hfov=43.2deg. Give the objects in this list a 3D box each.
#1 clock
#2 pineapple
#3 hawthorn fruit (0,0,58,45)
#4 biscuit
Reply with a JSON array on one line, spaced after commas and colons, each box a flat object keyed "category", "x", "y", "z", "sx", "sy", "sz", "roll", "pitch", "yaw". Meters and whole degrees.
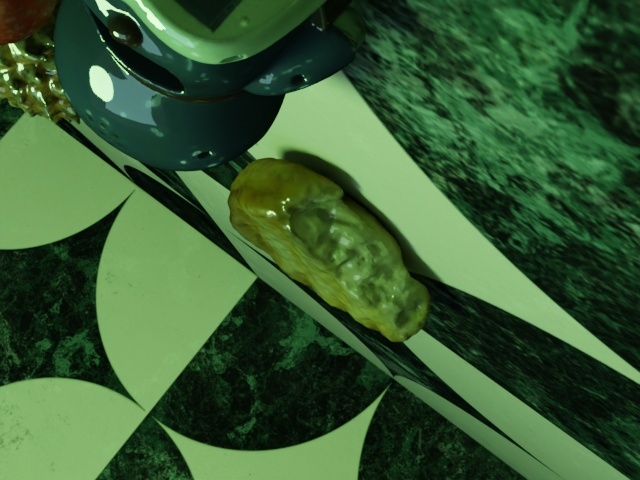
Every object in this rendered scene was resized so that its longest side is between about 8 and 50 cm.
[{"category": "clock", "x": -0.085, "y": -0.134, "z": 0.486, "sx": 0.199, "sy": 0.146, "sz": 0.243, "roll": 35, "pitch": 163, "yaw": -6}, {"category": "pineapple", "x": -0.284, "y": -0.201, "z": 0.878, "sx": 0.193, "sy": 0.166, "sz": 0.166, "roll": 34, "pitch": 175, "yaw": -35}, {"category": "hawthorn fruit", "x": -0.303, "y": -0.250, "z": 0.682, "sx": 0.173, "sy": 0.173, "sz": 0.173, "roll": 37, "pitch": 170, "yaw": 7}, {"category": "biscuit", "x": 0.001, "y": -0.001, "z": 0.920, "sx": 0.213, "sy": 0.091, "sz": 0.274, "roll": 25, "pitch": 165, "yaw": 45}]
